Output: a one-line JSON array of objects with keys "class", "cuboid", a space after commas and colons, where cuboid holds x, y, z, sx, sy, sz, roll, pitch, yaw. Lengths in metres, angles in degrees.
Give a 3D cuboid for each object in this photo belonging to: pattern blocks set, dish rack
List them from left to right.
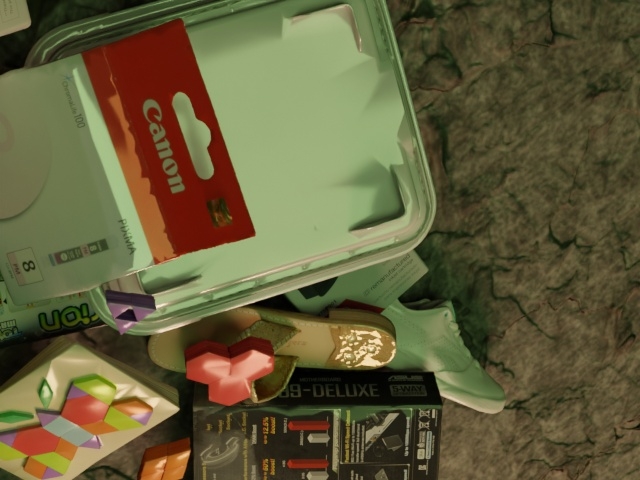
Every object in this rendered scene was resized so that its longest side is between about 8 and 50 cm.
[{"class": "pattern blocks set", "cuboid": [-0.227, 0.158, 1.206, 0.285, 0.026, 0.325, 23, 126, -31]}, {"class": "dish rack", "cuboid": [-0.069, -0.082, 1.183, 0.333, 0.072, 0.285, -17, 99, -9]}]

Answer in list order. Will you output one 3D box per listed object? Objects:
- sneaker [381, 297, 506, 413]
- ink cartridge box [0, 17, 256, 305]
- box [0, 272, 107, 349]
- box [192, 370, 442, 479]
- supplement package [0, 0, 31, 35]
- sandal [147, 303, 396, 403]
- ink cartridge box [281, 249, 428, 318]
[{"class": "sneaker", "cuboid": [0.123, 0.108, 1.403, 0.212, 0.080, 0.094, 29, 84, -29]}, {"class": "ink cartridge box", "cuboid": [-0.187, -0.059, 1.099, 0.066, 0.232, 0.189, -30, 104, -53]}, {"class": "box", "cuboid": [-0.236, 0.028, 1.230, 0.207, 0.036, 0.114, -12, 114, -20]}, {"class": "box", "cuboid": [-0.007, 0.284, 1.367, 0.243, 0.076, 0.307, 0, 111, -3]}, {"class": "supplement package", "cuboid": [-0.386, -0.198, 0.943, 0.293, 0.175, 0.177, -28, 121, -37]}, {"class": "sandal", "cuboid": [-0.048, 0.113, 1.265, 0.240, 0.079, 0.088, -2, 127, 3]}, {"class": "ink cartridge box", "cuboid": [0.000, 0.000, 1.302, 0.127, 0.072, 0.175, -42, 121, -3]}]
